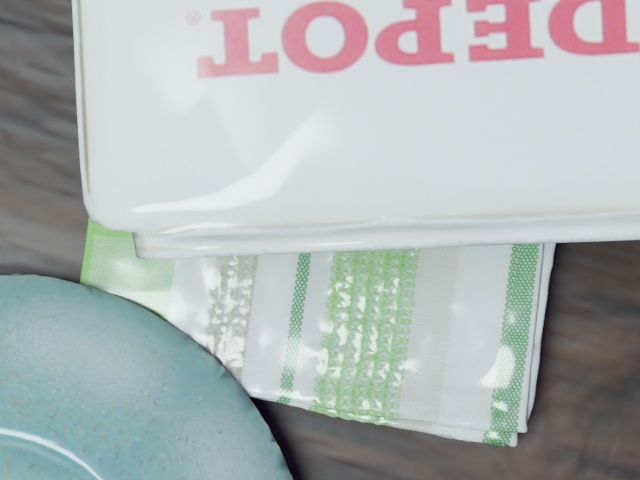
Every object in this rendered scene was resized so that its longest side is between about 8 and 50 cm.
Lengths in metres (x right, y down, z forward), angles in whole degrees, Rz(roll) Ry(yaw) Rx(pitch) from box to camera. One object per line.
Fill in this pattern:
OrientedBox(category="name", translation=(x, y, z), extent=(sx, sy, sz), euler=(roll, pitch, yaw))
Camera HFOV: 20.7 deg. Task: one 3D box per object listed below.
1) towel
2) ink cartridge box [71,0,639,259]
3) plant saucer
OrientedBox(category="towel", translation=(0.000, 0.000, 0.570), extent=(0.152, 0.023, 0.113), euler=(9, 85, 2))
OrientedBox(category="ink cartridge box", translation=(0.072, -0.191, 0.481), extent=(0.279, 0.160, 0.385), euler=(-2, 89, 2))
OrientedBox(category="plant saucer", translation=(-0.100, 0.108, 0.541), extent=(0.194, 0.037, 0.195), euler=(0, 93, 2))
